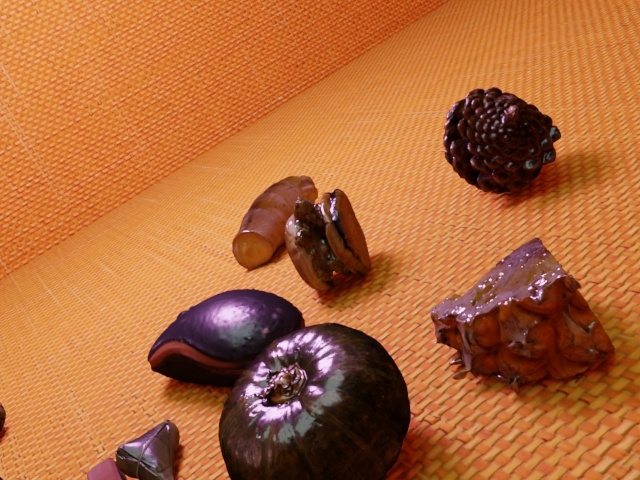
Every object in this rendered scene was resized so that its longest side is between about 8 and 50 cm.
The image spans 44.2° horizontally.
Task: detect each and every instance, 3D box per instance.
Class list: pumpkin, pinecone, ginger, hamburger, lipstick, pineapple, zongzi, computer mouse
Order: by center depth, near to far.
[{"bbox_3d":[-0.006,0.197,0.865,0.223,0.157,0.224,-24,38,20],"label":"pumpkin"},{"bbox_3d":[0.229,0.077,0.910,0.186,0.115,0.236,-41,20,-30],"label":"pineapple"},{"bbox_3d":[-0.269,0.337,1.030,0.045,0.045,0.145,-36,20,-14],"label":"lipstick"},{"bbox_3d":[-0.204,0.294,1.069,0.113,0.052,0.104,16,27,29],"label":"zongzi"},{"bbox_3d":[-0.158,0.146,1.261,0.323,0.116,0.183,-8,23,47],"label":"computer mouse"},{"bbox_3d":[0.000,0.000,1.323,0.131,0.185,0.159,-20,36,12],"label":"hamburger"},{"bbox_3d":[0.297,-0.169,1.340,0.169,0.185,0.212,-50,-3,9],"label":"pinecone"},{"bbox_3d":[-0.099,-0.049,1.683,0.263,0.116,0.109,-57,-7,-45],"label":"ginger"}]

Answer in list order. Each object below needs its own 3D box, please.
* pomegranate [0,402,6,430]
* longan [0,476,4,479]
[{"bbox_3d":[-0.665,0.321,1.449,0.125,0.163,0.138,-46,44,-3],"label":"pomegranate"},{"bbox_3d":[-0.445,0.363,0.741,0.391,0.391,0.391,-25,20,10],"label":"longan"}]
